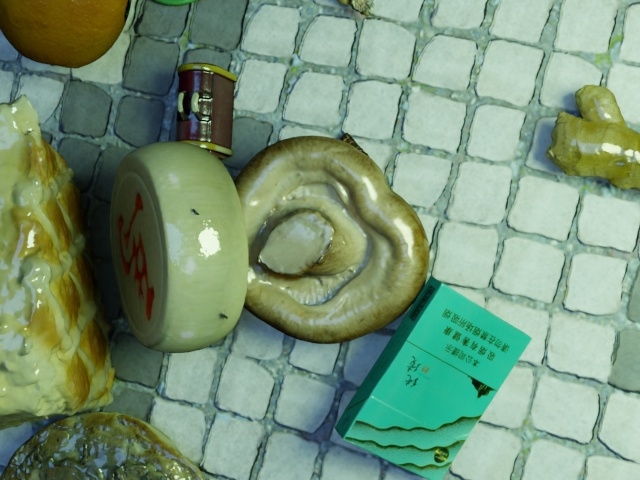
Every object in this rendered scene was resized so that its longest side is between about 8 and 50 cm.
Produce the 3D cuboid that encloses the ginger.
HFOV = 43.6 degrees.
[{"bbox_3d":[0.422,-0.077,0.993,0.299,0.065,0.118,35,98,8],"label":"ginger"}]

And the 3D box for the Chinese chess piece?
[{"bbox_3d":[-0.186,0.008,1.012,0.102,0.273,0.273,-5,85,-30],"label":"Chinese chess piece"}]

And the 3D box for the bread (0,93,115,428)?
[{"bbox_3d":[-0.427,0.052,0.983,0.279,0.390,0.371,-9,78,-7],"label":"bread"}]

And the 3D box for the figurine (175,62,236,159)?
[{"bbox_3d":[-0.167,-0.167,1.096,0.082,0.098,0.154,2,85,8],"label":"figurine"}]

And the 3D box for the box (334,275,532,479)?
[{"bbox_3d":[0.143,0.179,1.006,0.161,0.042,0.226,31,93,-22],"label":"box"}]

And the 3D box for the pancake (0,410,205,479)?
[{"bbox_3d":[-0.300,0.438,1.101,0.382,0.071,0.382,-1,87,11],"label":"pancake"}]

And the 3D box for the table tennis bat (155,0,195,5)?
[{"bbox_3d":[-0.159,-0.428,1.140,0.257,0.039,0.160,-12,87,13],"label":"table tennis bat"}]

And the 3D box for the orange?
[{"bbox_3d":[-0.356,-0.339,1.098,0.206,0.206,0.206,-1,87,11],"label":"orange"}]

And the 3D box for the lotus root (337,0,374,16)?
[{"bbox_3d":[0.040,-0.369,1.084,0.072,0.063,0.151,-17,80,0],"label":"lotus root"}]

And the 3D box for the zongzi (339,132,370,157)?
[{"bbox_3d":[0.048,-0.105,1.063,0.083,0.073,0.067,35,75,10],"label":"zongzi"}]

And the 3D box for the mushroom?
[{"bbox_3d":[0.000,0.000,1.024,0.278,0.146,0.278,1,96,14],"label":"mushroom"}]
